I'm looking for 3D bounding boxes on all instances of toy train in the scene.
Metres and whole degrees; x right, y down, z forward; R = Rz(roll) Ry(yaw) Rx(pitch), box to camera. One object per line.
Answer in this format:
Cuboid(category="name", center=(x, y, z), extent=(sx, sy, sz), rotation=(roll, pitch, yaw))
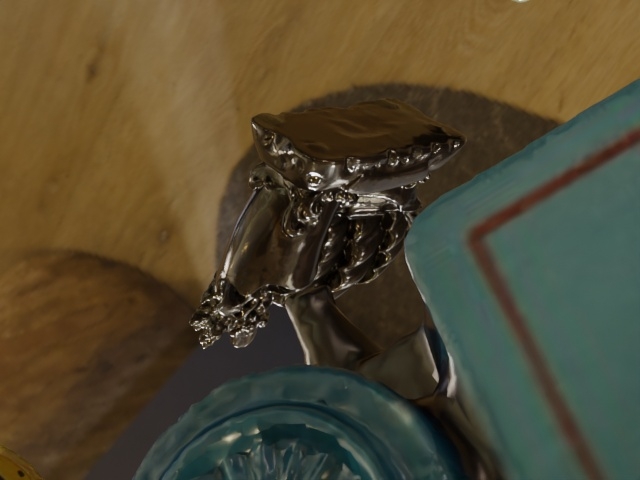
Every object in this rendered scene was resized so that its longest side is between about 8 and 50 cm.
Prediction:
Cuboid(category="toy train", center=(0.102, 0.118, 0.320), extent=(0.265, 0.300, 0.188), rotation=(-32, 143, 11))

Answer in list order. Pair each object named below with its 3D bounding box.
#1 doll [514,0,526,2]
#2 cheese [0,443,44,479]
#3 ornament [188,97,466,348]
Cuboid(category="doll", center=(0.267, -0.312, 1.314), extent=(0.275, 0.154, 0.113), rotation=(9, 85, 55))
Cuboid(category="cheese", center=(-0.220, 0.186, 0.648), extent=(0.250, 0.157, 0.064), rotation=(-21, 154, 19))
Cuboid(category="ornament", center=(0.000, 0.000, 1.223), extent=(0.106, 0.251, 0.261), rotation=(39, 125, 33))
